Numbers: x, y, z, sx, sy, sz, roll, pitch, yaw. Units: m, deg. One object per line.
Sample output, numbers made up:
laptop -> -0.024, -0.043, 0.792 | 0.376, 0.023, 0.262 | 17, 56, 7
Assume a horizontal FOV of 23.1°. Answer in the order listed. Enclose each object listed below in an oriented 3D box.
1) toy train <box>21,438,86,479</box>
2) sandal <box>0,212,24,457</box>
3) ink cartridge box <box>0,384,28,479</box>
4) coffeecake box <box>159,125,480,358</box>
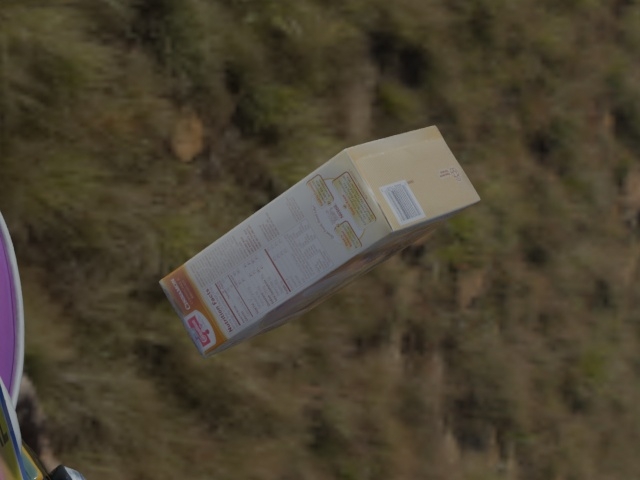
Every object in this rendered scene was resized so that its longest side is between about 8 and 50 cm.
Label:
toy train -> -0.360, 0.293, 1.376 | 0.334, 0.142, 0.190 | -38, 131, -8
sandal -> -0.253, 0.138, 0.992 | 0.169, 0.102, 0.416 | 21, 68, -44
ink cartridge box -> -0.298, -0.031, 0.585 | 0.151, 0.270, 0.395 | -58, 134, -83
coffeecake box -> 0.000, 0.000, 1.118 | 0.068, 0.185, 0.142 | 60, 31, 6
